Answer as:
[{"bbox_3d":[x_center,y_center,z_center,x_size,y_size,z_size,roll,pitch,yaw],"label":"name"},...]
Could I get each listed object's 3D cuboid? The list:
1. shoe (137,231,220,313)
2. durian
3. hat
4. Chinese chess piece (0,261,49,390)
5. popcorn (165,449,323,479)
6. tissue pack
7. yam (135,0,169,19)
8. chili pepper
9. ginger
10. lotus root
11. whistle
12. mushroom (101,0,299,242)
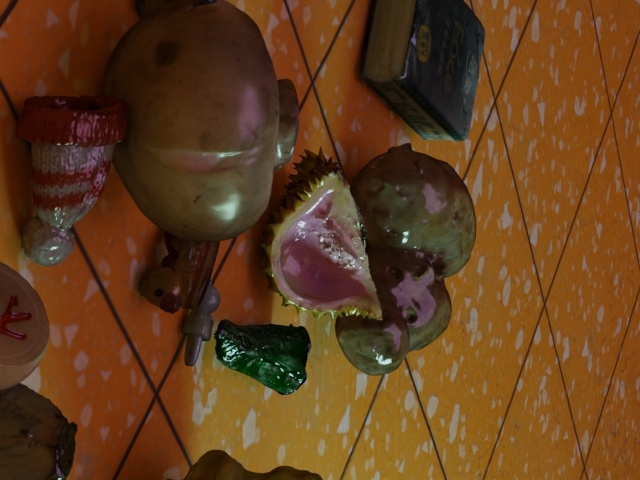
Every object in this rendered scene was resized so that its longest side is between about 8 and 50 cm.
[{"bbox_3d":[-0.148,0.028,1.895,0.072,0.069,0.109,98,13,-76],"label":"shoe"},{"bbox_3d":[0.001,0.001,2.143,0.182,0.132,0.165,51,37,-43],"label":"durian"},{"bbox_3d":[-0.238,-0.053,1.651,0.112,0.093,0.162,-13,113,-57],"label":"hat"},{"bbox_3d":[-0.291,0.071,1.527,0.122,0.051,0.122,29,38,-26],"label":"Chinese chess piece"},{"bbox_3d":[-0.074,0.360,1.849,0.312,0.312,0.312,6,90,-66],"label":"popcorn"},{"bbox_3d":[0.142,-0.263,2.456,0.257,0.081,0.185,35,63,-61],"label":"tissue pack"},{"bbox_3d":[-0.118,-0.287,1.903,0.253,0.061,0.061,-48,137,-54],"label":"yam"},{"bbox_3d":[-0.075,0.120,2.065,0.227,0.059,0.088,34,64,-67],"label":"chili pepper"},{"bbox_3d":[0.109,0.041,2.356,0.244,0.155,0.304,43,56,-63],"label":"ginger"},{"bbox_3d":[-0.284,0.175,1.543,0.070,0.144,0.143,56,36,-46],"label":"lotus root"},{"bbox_3d":[-0.134,0.090,1.974,0.035,0.035,0.100,39,61,-62],"label":"whistle"},{"bbox_3d":[-0.114,-0.123,1.729,0.255,0.184,0.255,-177,-90,-72],"label":"mushroom"}]
